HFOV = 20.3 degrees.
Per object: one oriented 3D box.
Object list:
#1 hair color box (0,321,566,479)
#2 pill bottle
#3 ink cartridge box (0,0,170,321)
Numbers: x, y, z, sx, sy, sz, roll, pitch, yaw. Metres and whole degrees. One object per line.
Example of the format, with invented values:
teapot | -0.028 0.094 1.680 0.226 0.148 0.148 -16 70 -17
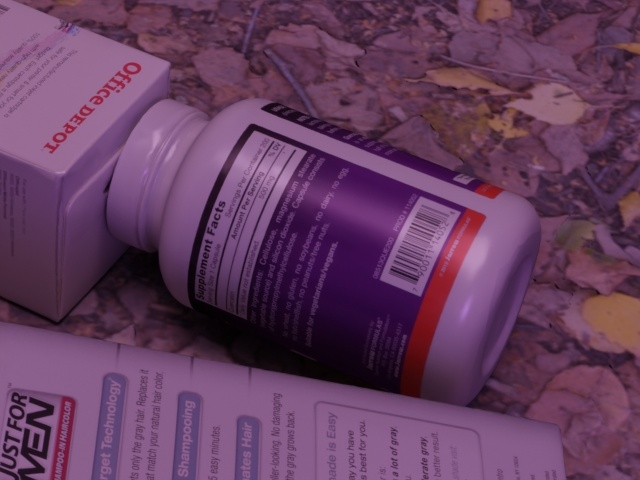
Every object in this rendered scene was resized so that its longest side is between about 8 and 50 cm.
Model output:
hair color box | -0.035 0.184 1.108 0.374 0.114 0.185 12 41 -10
pill bottle | 0.000 0.000 1.425 0.323 0.181 0.181 22 44 15
ink cartridge box | -0.265 -0.079 1.477 0.232 0.168 0.171 23 45 16
